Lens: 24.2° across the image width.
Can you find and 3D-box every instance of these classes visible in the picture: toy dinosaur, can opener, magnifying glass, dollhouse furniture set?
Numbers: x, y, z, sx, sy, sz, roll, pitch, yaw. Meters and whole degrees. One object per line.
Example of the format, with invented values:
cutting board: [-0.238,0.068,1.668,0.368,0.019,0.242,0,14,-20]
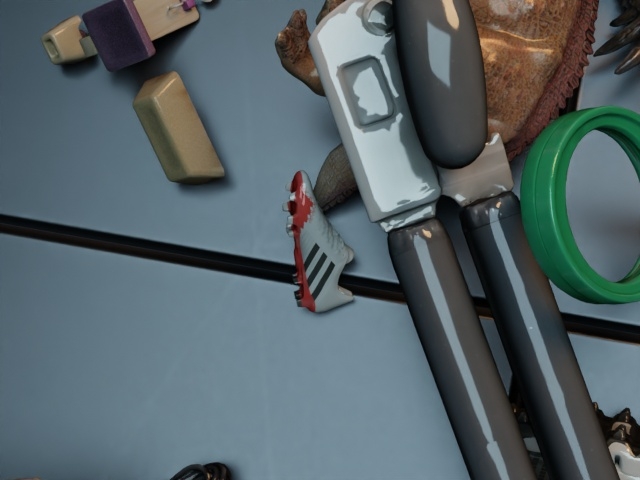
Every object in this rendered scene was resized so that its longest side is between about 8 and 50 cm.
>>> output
toy dinosaur: [0.104,-0.112,0.788,0.200,0.127,0.296,32,91,2]
can opener: [0.067,0.006,0.701,0.074,0.093,0.280,-19,90,-1]
magnifying glass: [0.180,-0.023,0.733,0.231,0.026,0.092,-8,89,-40]
dollhouse furniture set: [-0.086,-0.091,0.856,0.081,0.091,0.114,-35,105,-40]

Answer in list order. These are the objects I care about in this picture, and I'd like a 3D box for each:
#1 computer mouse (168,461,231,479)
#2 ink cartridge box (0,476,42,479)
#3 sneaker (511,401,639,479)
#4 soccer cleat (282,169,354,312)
computer mouse: [-0.075,0.222,0.791,0.106,0.042,0.193,-17,80,2]
ink cartridge box: [-0.261,0.270,0.637,0.303,0.072,0.307,-1,74,-20]
sneaker: [0.186,0.152,0.757,0.234,0.078,0.106,14,97,14]
soccer cleat: [0.000,0.000,0.813,0.035,0.029,0.083,-8,110,-6]
